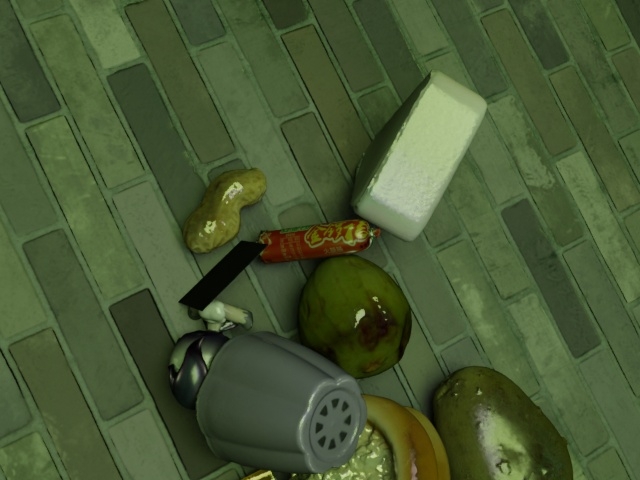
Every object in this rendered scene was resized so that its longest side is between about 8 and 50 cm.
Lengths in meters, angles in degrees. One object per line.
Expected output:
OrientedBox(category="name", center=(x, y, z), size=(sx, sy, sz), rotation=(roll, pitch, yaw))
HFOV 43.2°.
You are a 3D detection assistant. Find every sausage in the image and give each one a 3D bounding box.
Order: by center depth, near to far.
OrientedBox(category="sausage", center=(0.000, 0.000, 1.648), size=(0.264, 0.083, 0.083), rotation=(-8, 78, 24))

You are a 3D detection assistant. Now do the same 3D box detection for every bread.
OrientedBox(category="bread", center=(0.089, 0.521, 1.583), size=(0.329, 0.245, 0.424), rotation=(-2, 69, 26))

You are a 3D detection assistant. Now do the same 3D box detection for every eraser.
OrientedBox(category="eraser", center=(0.177, -0.146, 1.659), size=(0.150, 0.331, 0.331), rotation=(32, 72, -8))

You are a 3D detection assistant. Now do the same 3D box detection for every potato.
OrientedBox(category="potato", center=(0.376, 0.431, 1.677), size=(0.270, 0.219, 0.359), rotation=(-12, 77, -25))

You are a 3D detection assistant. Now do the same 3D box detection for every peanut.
OrientedBox(category="peanut", center=(-0.199, -0.068, 1.677), size=(0.229, 0.098, 0.103), rotation=(-57, 138, -18))

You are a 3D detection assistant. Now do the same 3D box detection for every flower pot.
OrientedBox(category="flower pot", center=(-0.062, 0.318, 1.509), size=(0.265, 0.243, 0.265), rotation=(-9, 103, -43))

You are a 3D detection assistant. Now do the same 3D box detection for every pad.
OrientedBox(category="pad", center=(-0.197, 0.067, 1.635), size=(0.190, 0.127, 0.004), rotation=(-46, 115, -19))

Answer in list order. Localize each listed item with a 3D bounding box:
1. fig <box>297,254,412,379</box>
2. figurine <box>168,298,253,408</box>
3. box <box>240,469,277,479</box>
OrientedBox(category="fig", center=(0.062, 0.145, 1.652), size=(0.239, 0.239, 0.271), rotation=(-3, 49, -17))
OrientedBox(category="figurine", center=(-0.222, 0.223, 1.585), size=(0.145, 0.145, 0.222), rotation=(17, 70, -12))
OrientedBox(category="box", center=(-0.107, 0.585, 1.601), size=(0.129, 0.033, 0.247), rotation=(-22, 86, -19))
